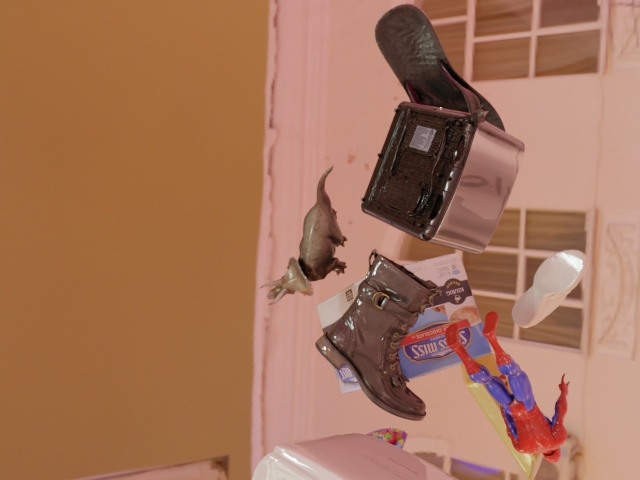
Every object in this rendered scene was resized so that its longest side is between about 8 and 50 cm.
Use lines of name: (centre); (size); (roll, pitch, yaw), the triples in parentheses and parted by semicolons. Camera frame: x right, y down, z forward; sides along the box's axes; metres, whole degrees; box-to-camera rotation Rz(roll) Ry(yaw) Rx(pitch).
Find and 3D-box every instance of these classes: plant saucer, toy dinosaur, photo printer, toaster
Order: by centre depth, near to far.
toaster: (0.158, -0.084, 0.885); (0.110, 0.185, 0.168); (15, -82, -32)
photo printer: (0.089, 0.356, 0.916); (0.307, 0.256, 0.107); (21, -91, -58)
toy dinosaur: (0.000, 0.000, 1.420); (0.314, 0.121, 0.160); (-67, -13, 3)
plant saucer: (0.493, 0.447, 1.799); (0.081, 0.333, 0.333); (-30, -31, -2)

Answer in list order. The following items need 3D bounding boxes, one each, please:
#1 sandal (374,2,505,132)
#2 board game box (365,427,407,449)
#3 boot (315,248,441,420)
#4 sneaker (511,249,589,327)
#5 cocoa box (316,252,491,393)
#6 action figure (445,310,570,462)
sandal: (0.273, -0.335, 1.582); (0.446, 0.167, 0.107); (50, -155, -14)
board game box: (0.159, 0.546, 1.842); (0.169, 0.133, 0.033); (-48, -57, -60)
boot: (0.140, 0.171, 1.227); (0.229, 0.263, 0.091); (-52, -4, 8)
sneaker: (0.494, 0.098, 1.432); (0.094, 0.080, 0.212); (0, -44, -38)
cocoa box: (0.172, 0.197, 1.531); (0.231, 0.347, 0.228); (-12, -102, -23)
action figure: (0.287, 0.203, 0.995); (0.280, 0.091, 0.139); (56, -148, -20)
